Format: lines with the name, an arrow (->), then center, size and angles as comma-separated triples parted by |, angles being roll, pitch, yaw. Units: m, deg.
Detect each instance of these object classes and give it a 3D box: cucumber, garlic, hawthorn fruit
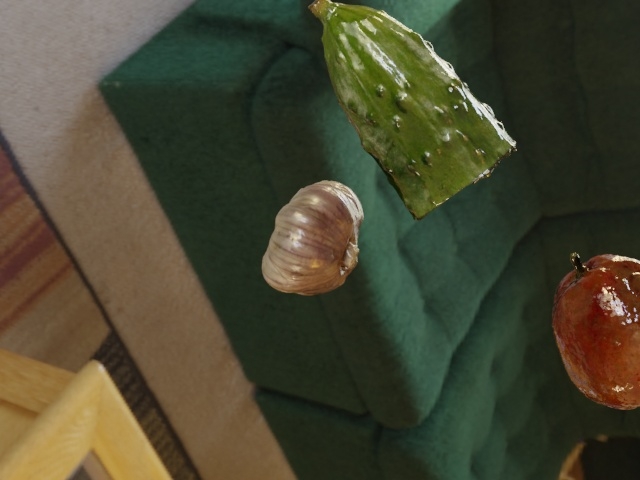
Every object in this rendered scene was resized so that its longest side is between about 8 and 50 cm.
cucumber -> 0.076, -0.146, 0.917 | 0.244, 0.134, 0.134 | 50, 50, -6
garlic -> 0.000, 0.000, 1.139 | 0.159, 0.102, 0.147 | -43, 145, -49
hawthorn fruit -> 0.449, 0.122, 1.374 | 0.224, 0.224, 0.261 | -34, 89, -46
